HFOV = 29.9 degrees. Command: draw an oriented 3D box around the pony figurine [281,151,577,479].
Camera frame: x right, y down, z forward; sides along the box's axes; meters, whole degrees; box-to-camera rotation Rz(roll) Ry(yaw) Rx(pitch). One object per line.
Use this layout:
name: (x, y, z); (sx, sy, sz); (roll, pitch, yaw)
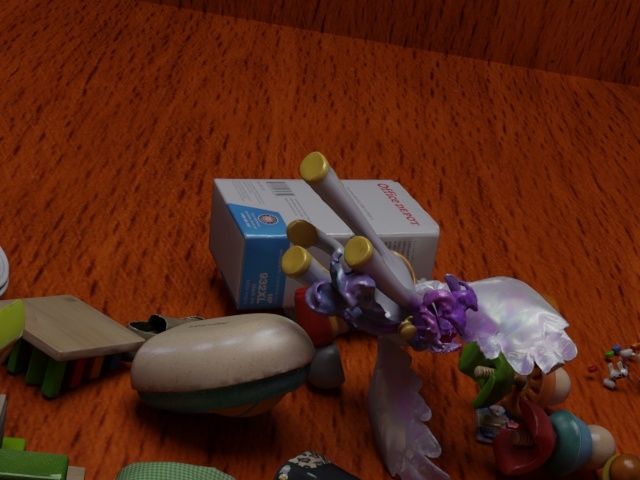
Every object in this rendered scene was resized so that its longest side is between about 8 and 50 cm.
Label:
pony figurine: (0.113, 0.092, 1.550); (0.363, 0.303, 0.351); (40, 15, -39)

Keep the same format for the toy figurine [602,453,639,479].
toy figurine: (0.463, 0.287, 1.478); (0.148, 0.209, 0.213); (20, 26, -17)

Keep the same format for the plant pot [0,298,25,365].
plant pot: (-0.506, 0.121, 1.438); (0.207, 0.227, 0.228); (42, 30, 2)

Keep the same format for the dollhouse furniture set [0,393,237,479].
dollhouse furniture set: (-0.224, 0.269, 1.337); (0.301, 0.151, 0.197); (7, 26, -8)

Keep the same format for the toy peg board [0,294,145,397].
toy peg board: (-0.359, 0.146, 1.648); (0.161, 0.079, 0.160); (27, 16, 31)

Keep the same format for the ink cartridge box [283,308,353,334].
ink cartridge box: (0.025, 0.097, 1.885); (0.135, 0.056, 0.099); (-13, 34, -39)

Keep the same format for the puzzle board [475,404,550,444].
puzzle board: (0.283, 0.265, 1.689); (0.128, 0.011, 0.096); (11, 26, 1)

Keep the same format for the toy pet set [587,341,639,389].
toy pet set: (0.494, 0.204, 1.862); (0.114, 0.065, 0.122); (-15, 4, 38)

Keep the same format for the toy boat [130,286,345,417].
toy boat: (-0.077, 0.164, 1.604); (0.267, 0.148, 0.318); (-8, 7, 41)

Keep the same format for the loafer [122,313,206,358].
loafer: (-0.221, 0.133, 1.731); (0.148, 0.050, 0.056); (-14, 36, -39)

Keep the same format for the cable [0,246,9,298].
cable: (-0.568, 0.019, 1.704); (0.257, 0.089, 0.257); (28, 18, -35)

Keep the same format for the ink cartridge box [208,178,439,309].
ink cartridge box: (0.000, 0.000, 1.859); (0.307, 0.129, 0.223); (-1, 24, -18)

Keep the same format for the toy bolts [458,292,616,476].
toy bolts: (0.319, 0.203, 1.617); (0.158, 0.218, 0.228); (12, 41, -24)

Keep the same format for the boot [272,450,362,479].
boot: (0.007, 0.330, 1.377); (0.178, 0.085, 0.236); (22, 22, 28)
